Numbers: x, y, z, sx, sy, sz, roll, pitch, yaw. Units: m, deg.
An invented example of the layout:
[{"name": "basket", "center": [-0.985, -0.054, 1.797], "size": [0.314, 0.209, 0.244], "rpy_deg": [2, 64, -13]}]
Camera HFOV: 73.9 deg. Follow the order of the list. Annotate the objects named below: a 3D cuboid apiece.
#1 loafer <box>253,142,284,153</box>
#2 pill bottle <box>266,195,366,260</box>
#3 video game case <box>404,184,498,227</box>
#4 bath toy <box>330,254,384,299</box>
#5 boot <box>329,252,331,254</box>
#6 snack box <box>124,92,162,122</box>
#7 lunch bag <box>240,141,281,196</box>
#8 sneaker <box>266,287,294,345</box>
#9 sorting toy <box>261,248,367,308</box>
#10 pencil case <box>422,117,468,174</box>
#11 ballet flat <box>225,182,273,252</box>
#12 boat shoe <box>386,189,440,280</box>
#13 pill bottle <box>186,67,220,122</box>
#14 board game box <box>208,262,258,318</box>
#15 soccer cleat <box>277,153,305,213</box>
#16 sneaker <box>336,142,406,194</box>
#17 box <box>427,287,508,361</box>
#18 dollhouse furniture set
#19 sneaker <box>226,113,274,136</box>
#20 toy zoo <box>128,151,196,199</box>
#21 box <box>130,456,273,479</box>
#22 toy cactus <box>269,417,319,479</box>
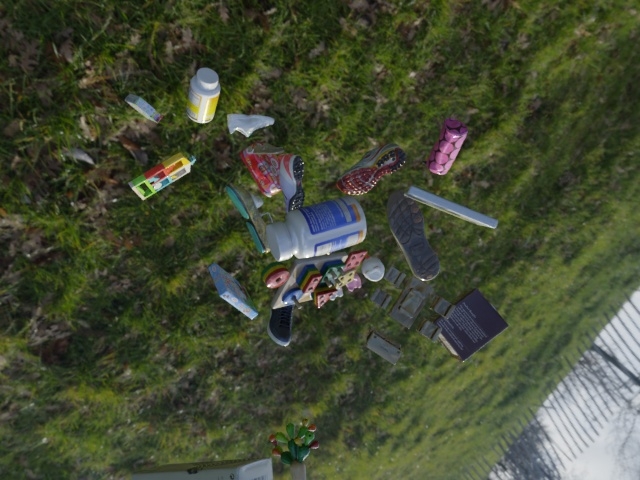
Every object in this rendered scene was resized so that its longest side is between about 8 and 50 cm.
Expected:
[{"name": "loafer", "center": [-0.232, -0.408, 1.887], "size": [0.056, 0.148, 0.050], "rpy_deg": [-27, 118, -73]}, {"name": "pill bottle", "center": [-0.015, -0.031, 1.256], "size": [0.272, 0.152, 0.152], "rpy_deg": [-16, 148, -20]}, {"name": "video game case", "center": [0.313, -0.085, 1.056], "size": [0.193, 0.212, 0.023], "rpy_deg": [-28, 141, -80]}, {"name": "bath toy", "center": [0.111, 0.151, 1.906], "size": [0.348, 0.129, 0.151], "rpy_deg": [-21, 124, 9]}, {"name": "boot", "center": [0.000, 0.000, 1.631], "size": [0.114, 0.106, 0.037], "rpy_deg": [6, 163, -39]}, {"name": "snack box", "center": [-0.649, -0.486, 1.560], "size": [0.037, 0.141, 0.100], "rpy_deg": [-55, 134, -5]}, {"name": "lunch bag", "center": [-0.302, -0.388, 2.313], "size": [0.120, 0.293, 0.258], "rpy_deg": [-27, -172, 19]}, {"name": "sneaker", "center": [-0.122, 0.241, 1.485], "size": [0.086, 0.226, 0.163], "rpy_deg": [18, 116, -19]}, {"name": "sorting toy", "center": [-0.007, 0.089, 0.846], "size": [0.274, 0.046, 0.132], "rpy_deg": [-7, 139, -42]}, {"name": "pencil case", "center": [0.428, -0.325, 1.460], "size": [0.095, 0.098, 0.209], "rpy_deg": [6, 149, -5]}, {"name": "ballet flat", "center": [-0.271, -0.108, 1.763], "size": [0.123, 0.123, 0.348], "rpy_deg": [-35, 120, -20]}, {"name": "boat shoe", "center": [0.332, -0.015, 1.616], "size": [0.132, 0.355, 0.130], "rpy_deg": [-18, 177, -4]}, {"name": "pill bottle", "center": [-0.474, -0.588, 1.725], "size": [0.117, 0.117, 0.215], "rpy_deg": [-28, 168, -34]}, {"name": "board game box", "center": [-0.334, 0.195, 1.632], "size": [0.039, 0.160, 0.211], "rpy_deg": [-38, 138, 2]}, {"name": "soccer cleat", "center": [-0.147, -0.259, 2.040], "size": [0.108, 0.116, 0.318], "rpy_deg": [-32, 132, -49]}, {"name": "sneaker", "center": [0.151, -0.219, 1.304], "size": [0.225, 0.093, 0.088], "rpy_deg": [-28, 125, 11]}, {"name": "box", "center": [0.512, 0.297, 1.515], "size": [0.203, 0.168, 0.167], "rpy_deg": [-37, 169, -2]}, {"name": "dollhouse furniture set", "center": [0.239, 0.225, 1.264], "size": [0.242, 0.212, 0.161], "rpy_deg": [-58, 171, -1]}, {"name": "sneaker", "center": [-0.300, -0.495, 1.838], "size": [0.212, 0.080, 0.094], "rpy_deg": [-7, 102, -29]}, {"name": "toy zoo", "center": [-0.680, -0.291, 1.868], "size": [0.293, 0.030, 0.192], "rpy_deg": [-35, 177, -12]}, {"name": "box", "center": [-0.230, 0.480, 0.816], "size": [0.275, 0.094, 0.113], "rpy_deg": [-16, 157, 24]}, {"name": "toy cactus", "center": [-0.075, 0.670, 1.335], "size": [0.219, 0.180, 0.112], "rpy_deg": [-34, 145, 30]}]
